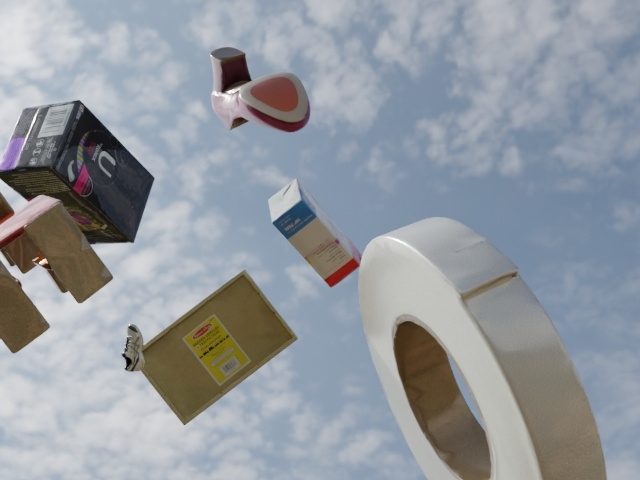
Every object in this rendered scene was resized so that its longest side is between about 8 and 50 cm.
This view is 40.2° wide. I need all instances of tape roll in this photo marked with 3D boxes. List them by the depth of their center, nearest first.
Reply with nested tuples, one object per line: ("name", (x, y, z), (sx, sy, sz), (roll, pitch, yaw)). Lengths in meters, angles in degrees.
("tape roll", (0.160, 0.164, 0.957), (0.072, 0.392, 0.392), (-21, -36, -15))

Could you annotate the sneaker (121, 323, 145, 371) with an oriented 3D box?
("sneaker", (-0.326, 0.187, 1.510), (0.037, 0.083, 0.032), (-10, 1, -40))

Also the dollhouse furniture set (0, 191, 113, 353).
("dollhouse furniture set", (-0.373, 0.032, 0.874), (0.262, 0.259, 0.135), (12, -44, 56))

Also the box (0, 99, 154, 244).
("box", (-0.471, -0.126, 1.717), (0.143, 0.165, 0.270), (-3, -31, 26))

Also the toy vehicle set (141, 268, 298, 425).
("toy vehicle set", (-0.197, 0.197, 1.629), (0.267, 0.035, 0.166), (-37, -88, -3))

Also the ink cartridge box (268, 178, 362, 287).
("ink cartridge box", (0.000, 0.000, 1.741), (0.078, 0.134, 0.231), (-37, -69, 9))

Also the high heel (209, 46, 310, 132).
("high heel", (-0.110, -0.242, 1.702), (0.127, 0.377, 0.181), (-19, -55, -16))
